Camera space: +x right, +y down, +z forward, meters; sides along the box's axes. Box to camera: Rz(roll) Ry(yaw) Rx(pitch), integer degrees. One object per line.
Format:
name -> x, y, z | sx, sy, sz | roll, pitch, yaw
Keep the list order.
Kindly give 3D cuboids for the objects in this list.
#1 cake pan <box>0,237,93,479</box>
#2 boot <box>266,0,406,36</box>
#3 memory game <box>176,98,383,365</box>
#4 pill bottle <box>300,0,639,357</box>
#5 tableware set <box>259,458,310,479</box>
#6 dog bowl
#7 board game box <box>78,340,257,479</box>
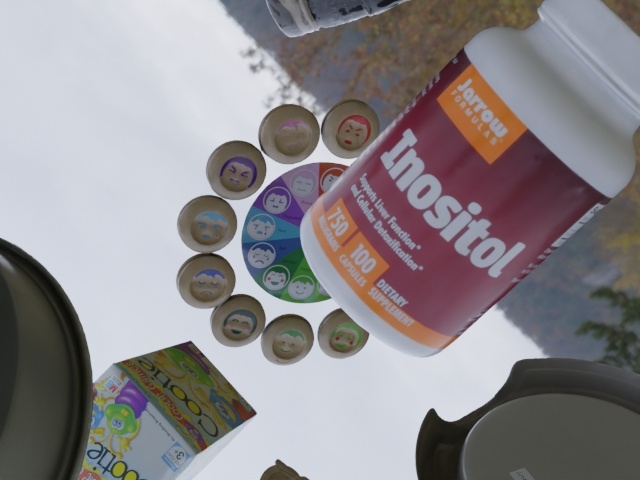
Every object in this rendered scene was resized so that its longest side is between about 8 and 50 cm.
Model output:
cake pan -> -0.269, 0.098, 0.496 | 0.293, 0.293, 0.054 | 57, 170, 33
boot -> 0.077, -0.384, 0.837 | 0.138, 0.284, 0.377 | -6, -87, -75
memory game -> 0.000, 0.000, 0.594 | 0.186, 0.186, 0.012 | 39, -172, -30
pill bottle -> 0.069, -0.030, 0.386 | 0.086, 0.152, 0.086 | 37, -159, -17
tableware set -> -0.055, 0.368, 1.184 | 0.168, 0.020, 0.141 | -36, -97, -35
dog bowl -> 0.272, 0.273, 1.006 | 0.349, 0.349, 0.102 | -110, 16, -57
board game box -> -0.203, 0.232, 1.164 | 0.144, 0.142, 0.275 | 46, -173, 7
